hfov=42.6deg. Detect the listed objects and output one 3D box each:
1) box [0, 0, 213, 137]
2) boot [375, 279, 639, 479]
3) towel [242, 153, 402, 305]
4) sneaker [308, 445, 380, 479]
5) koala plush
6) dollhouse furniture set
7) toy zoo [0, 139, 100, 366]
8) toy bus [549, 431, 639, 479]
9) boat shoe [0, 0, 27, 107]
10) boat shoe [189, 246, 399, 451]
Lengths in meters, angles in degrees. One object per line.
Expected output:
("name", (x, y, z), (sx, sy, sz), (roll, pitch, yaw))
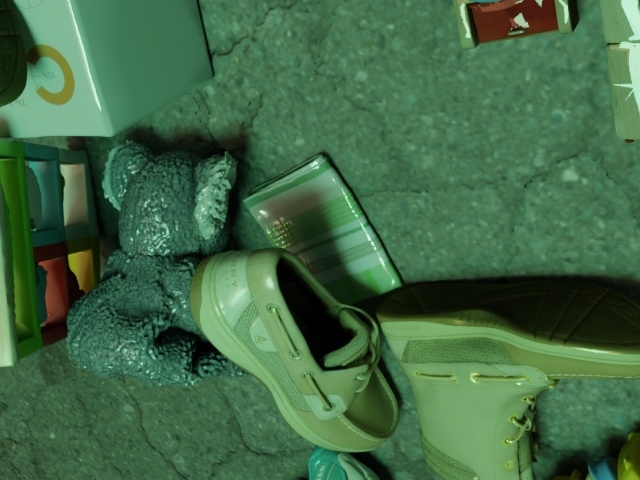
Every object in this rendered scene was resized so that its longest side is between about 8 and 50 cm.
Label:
("box", (-0.256, -0.277, 0.702), (0.215, 0.168, 0.345), (4, 118, 27))
("boot", (0.186, 0.144, 0.741), (0.261, 0.095, 0.204), (-1, 115, 37))
("towel", (0.000, 0.000, 0.813), (0.113, 0.023, 0.152), (-24, 104, 37))
("sneaker", (-0.005, 0.348, 0.988), (0.110, 0.107, 0.275), (42, 127, 26))
("koala plush", (-0.147, 0.014, 0.811), (0.196, 0.203, 0.221), (15, 103, 39))
("dollhouse furniture set", (0.176, -0.144, 0.563), (0.183, 0.129, 0.129), (-3, 116, 29))
("toy zoo", (-0.270, 0.002, 0.819), (0.030, 0.293, 0.192), (-4, 93, 3))
("toy bus", (0.301, 0.247, 0.723), (0.220, 0.149, 0.212), (22, 113, 20))
("boat shoe", (-0.304, -0.193, 0.624), (0.073, 0.080, 0.224), (-24, 98, 42))
("boat shoe", (0.006, 0.109, 0.770), (0.098, 0.109, 0.302), (-15, 134, 30))
